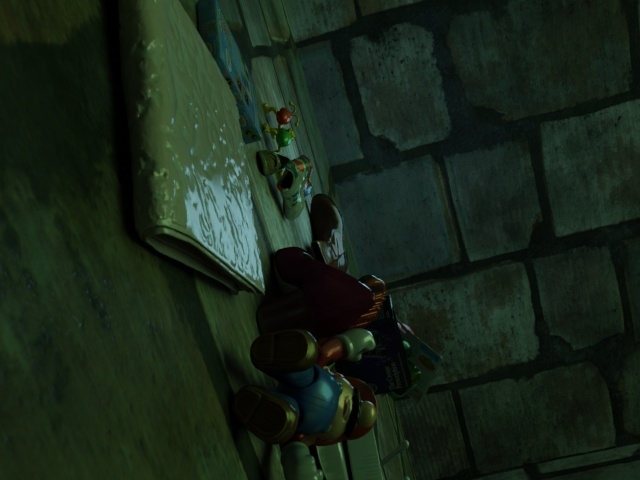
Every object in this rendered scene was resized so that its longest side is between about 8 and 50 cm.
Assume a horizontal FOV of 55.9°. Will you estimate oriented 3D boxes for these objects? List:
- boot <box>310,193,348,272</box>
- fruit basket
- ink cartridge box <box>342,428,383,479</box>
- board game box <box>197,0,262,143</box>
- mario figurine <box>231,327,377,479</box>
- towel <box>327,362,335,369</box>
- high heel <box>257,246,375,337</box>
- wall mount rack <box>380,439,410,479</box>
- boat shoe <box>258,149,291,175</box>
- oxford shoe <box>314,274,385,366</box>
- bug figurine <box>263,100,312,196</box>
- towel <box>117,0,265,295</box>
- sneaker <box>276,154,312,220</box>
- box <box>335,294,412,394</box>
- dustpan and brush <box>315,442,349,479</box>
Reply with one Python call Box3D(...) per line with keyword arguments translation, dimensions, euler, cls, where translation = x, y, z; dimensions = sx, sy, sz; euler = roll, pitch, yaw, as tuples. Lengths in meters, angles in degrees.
Box3D(translation=(0.000, 0.000, 1.721), dimensions=(0.280, 0.096, 0.264), euler=(-27, 110, -76), cls="boot")
Box3D(translation=(0.202, 0.330, 1.823), dimensions=(0.327, 0.165, 0.353), euler=(40, -22, 22), cls="fruit basket")
Box3D(translation=(0.082, 0.486, 1.174), dimensions=(0.165, 0.065, 0.332), euler=(98, -13, -55), cls="ink cartridge box")
Box3D(translation=(-0.161, -0.302, 1.087), dimensions=(0.211, 0.039, 0.160), euler=(66, 11, -57), cls="board game box")
Box3D(translation=(0.015, 0.218, 0.823), dimensions=(0.170, 0.198, 0.320), euler=(49, 0, 27), cls="mario figurine")
Box3D(translation=(0.002, 0.224, 1.381), dimensions=(0.110, 0.027, 0.148), euler=(32, 46, -79), cls="towel")
Box3D(translation=(0.008, 0.079, 1.071), dimensions=(0.377, 0.181, 0.127), euler=(-82, 157, -72), cls="high heel")
Box3D(translation=(0.199, 0.674, 1.521), dimensions=(0.304, 0.130, 0.350), euler=(74, 1, -50), cls="wall mount rack")
Box3D(translation=(-0.097, -0.168, 1.290), dimensions=(0.153, 0.048, 0.056), euler=(-15, 91, -83), cls="boat shoe")
Box3D(translation=(0.025, 0.136, 1.116), dimensions=(0.271, 0.097, 0.098), euler=(-55, -129, 40), cls="oxford shoe")
Box3D(translation=(-0.070, -0.205, 1.487), dimensions=(0.216, 0.072, 0.279), euler=(-85, 160, -70), cls="bug figurine")
Box3D(translation=(-0.152, -0.115, 0.731), dimensions=(0.317, 0.053, 0.331), euler=(60, 18, -70), cls="towel")
Box3D(translation=(-0.071, -0.109, 1.320), dimensions=(0.057, 0.075, 0.161), euler=(39, -49, 27), cls="sneaker")
Box3D(translation=(0.127, 0.289, 1.605), dimensions=(0.103, 0.184, 0.261), euler=(-89, 163, -55), cls="box")
Box3D(translation=(0.006, 0.359, 1.069), dimensions=(0.147, 0.060, 0.211), euler=(-102, 180, -45), cls="dustpan and brush")
